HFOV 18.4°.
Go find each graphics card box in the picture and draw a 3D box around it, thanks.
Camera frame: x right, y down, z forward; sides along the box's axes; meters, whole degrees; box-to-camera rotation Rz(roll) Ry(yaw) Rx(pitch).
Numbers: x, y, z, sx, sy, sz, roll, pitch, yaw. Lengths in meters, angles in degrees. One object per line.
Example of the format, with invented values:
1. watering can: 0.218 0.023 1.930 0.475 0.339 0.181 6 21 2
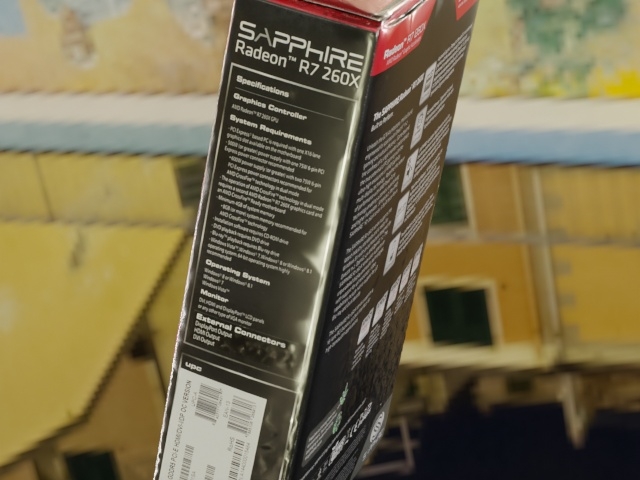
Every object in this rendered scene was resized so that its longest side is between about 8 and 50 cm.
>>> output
1. graphics card box: 0.000 0.000 1.201 0.094 0.371 0.233 16 -154 14
